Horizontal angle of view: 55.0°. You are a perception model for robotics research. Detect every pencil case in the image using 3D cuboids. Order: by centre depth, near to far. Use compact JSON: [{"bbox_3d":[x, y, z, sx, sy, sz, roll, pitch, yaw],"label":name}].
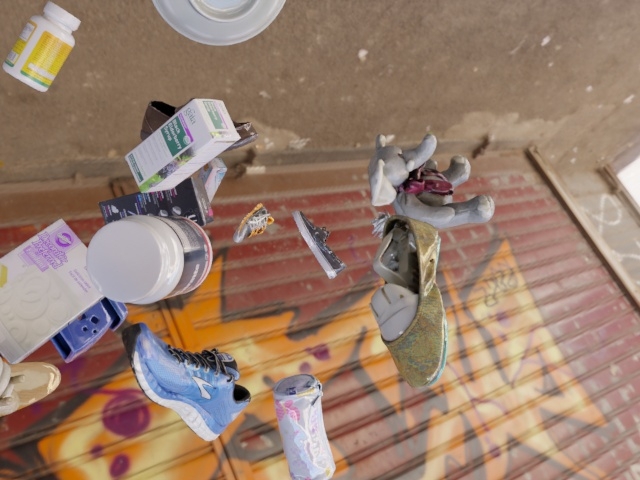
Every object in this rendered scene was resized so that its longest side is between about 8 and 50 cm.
[{"bbox_3d":[-0.039,0.473,1.544,0.124,0.273,0.113,-8,-168,4],"label":"pencil case"}]

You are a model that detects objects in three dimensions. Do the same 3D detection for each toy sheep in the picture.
[{"bbox_3d":[-0.423,0.172,0.748,0.091,0.091,0.132,-31,123,9],"label":"toy sheep"}]

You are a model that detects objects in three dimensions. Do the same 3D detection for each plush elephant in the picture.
[{"bbox_3d":[0.236,-0.162,1.584,0.330,0.271,0.255,-22,126,18],"label":"plush elephant"}]

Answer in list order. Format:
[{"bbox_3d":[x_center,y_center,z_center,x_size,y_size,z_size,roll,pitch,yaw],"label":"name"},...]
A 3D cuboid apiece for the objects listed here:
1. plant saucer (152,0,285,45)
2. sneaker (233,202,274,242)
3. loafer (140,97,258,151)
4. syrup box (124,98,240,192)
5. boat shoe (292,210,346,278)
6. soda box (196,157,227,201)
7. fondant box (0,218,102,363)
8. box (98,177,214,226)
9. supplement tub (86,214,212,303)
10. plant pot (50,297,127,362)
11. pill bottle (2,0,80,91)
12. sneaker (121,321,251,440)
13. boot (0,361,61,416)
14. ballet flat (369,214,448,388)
[{"bbox_3d":[-0.261,-0.704,1.644,0.401,0.100,0.400,-11,131,-13],"label":"plant saucer"},{"bbox_3d":[-0.236,-0.054,2.184,0.084,0.083,0.215,-49,-177,42],"label":"sneaker"},{"bbox_3d":[-0.344,-0.321,1.679,0.366,0.130,0.134,8,-156,20],"label":"loafer"},{"bbox_3d":[-0.292,-0.196,1.293,0.237,0.093,0.096,-29,174,32],"label":"syrup box"},{"bbox_3d":[0.000,0.000,1.808,0.076,0.228,0.080,-32,170,0],"label":"boat shoe"},{"bbox_3d":[-0.397,-0.207,2.169,0.063,0.058,0.183,-7,144,-41],"label":"soda box"},{"bbox_3d":[-0.752,0.134,1.633,0.330,0.238,0.096,-42,-176,-29],"label":"fondant box"},{"bbox_3d":[-0.460,-0.080,1.754,0.271,0.143,0.165,-15,-174,2],"label":"box"},{"bbox_3d":[-0.371,0.038,1.364,0.191,0.191,0.272,-31,176,10],"label":"supplement tub"},{"bbox_3d":[-0.750,0.220,1.925,0.212,0.236,0.236,-33,178,-32],"label":"plant pot"},{"bbox_3d":[-0.708,-0.499,1.576,0.208,0.118,0.118,-58,155,3],"label":"pill bottle"},{"bbox_3d":[-0.242,0.242,1.152,0.147,0.130,0.330,-37,133,-3],"label":"sneaker"},{"bbox_3d":[-0.797,0.385,1.471,0.295,0.104,0.211,-15,167,-46],"label":"boot"},{"bbox_3d":[0.136,0.082,1.015,0.123,0.348,0.123,5,132,5],"label":"ballet flat"}]
